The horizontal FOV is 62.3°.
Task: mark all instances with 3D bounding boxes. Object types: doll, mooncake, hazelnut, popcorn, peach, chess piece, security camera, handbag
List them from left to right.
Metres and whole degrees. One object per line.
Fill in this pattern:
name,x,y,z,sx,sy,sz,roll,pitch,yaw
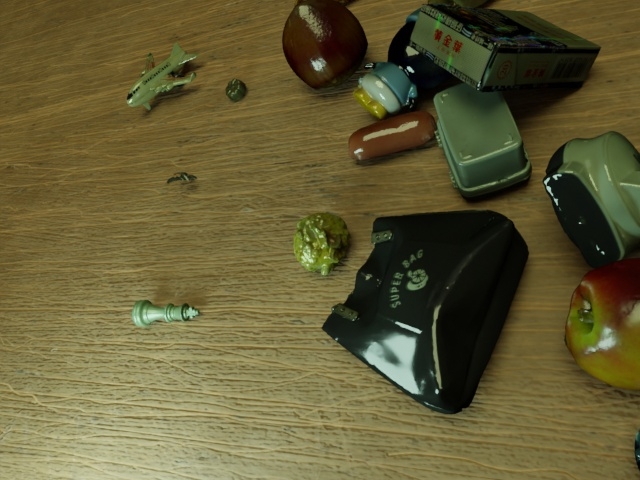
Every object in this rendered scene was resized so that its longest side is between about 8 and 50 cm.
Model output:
chess piece,-0.325,0.153,1.134,0.149,0.059,0.059,-5,60,16
mooncake,-0.287,-0.275,1.371,0.150,0.057,0.347,-14,50,33
popcorn,0.000,0.000,1.038,0.120,0.106,0.116,-36,44,2
hazelnut,0.005,-0.473,1.250,0.208,0.208,0.208,-11,58,19
handbag,0.162,0.085,0.898,0.287,0.152,0.343,11,66,42
doll,0.215,-0.392,1.145,0.314,0.141,0.177,-42,69,2
peach,0.448,0.114,0.721,0.197,0.197,0.198,-11,58,19
security camera,0.494,-0.101,0.754,0.191,0.197,0.277,-35,5,-42

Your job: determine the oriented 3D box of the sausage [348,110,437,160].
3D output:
sausage,0.149,-0.220,1.118,0.194,0.077,0.077,-13,57,16

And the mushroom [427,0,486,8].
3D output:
mushroom,0.394,-0.622,1.223,0.333,0.107,0.087,-38,20,2

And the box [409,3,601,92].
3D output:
box,0.349,-0.363,0.992,0.310,0.084,0.198,-12,45,-32

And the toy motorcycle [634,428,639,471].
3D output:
toy motorcycle,0.594,0.232,0.595,0.410,0.169,0.237,-32,47,12

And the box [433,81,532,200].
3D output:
box,0.298,-0.192,0.995,0.147,0.129,0.210,-19,56,15

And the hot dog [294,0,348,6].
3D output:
hot dog,0.048,-0.682,1.438,0.250,0.076,0.104,-28,34,3

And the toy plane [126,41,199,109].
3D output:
toy plane,-0.464,-0.471,1.537,0.229,0.092,0.244,32,79,33
